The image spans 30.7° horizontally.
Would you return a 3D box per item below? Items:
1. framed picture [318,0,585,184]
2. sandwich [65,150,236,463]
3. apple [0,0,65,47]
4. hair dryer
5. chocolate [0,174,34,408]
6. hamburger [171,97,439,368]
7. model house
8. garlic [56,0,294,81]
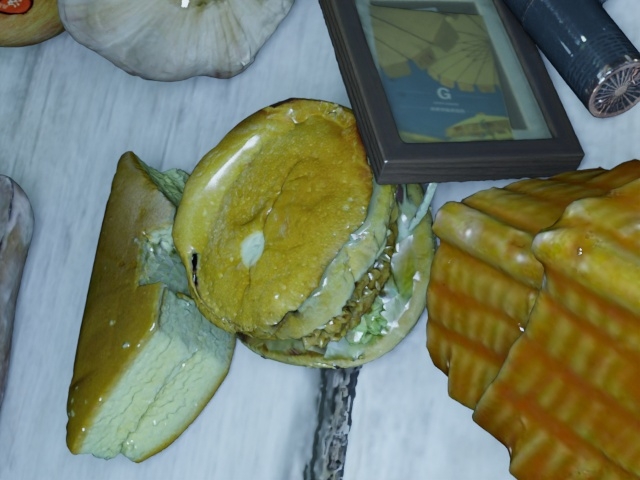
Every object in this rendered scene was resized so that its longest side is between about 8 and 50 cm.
[{"bbox_3d":[0.077,-0.107,0.726,0.023,0.128,0.168,107,155,-51],"label":"framed picture"},{"bbox_3d":[-0.109,0.038,0.831,0.088,0.090,0.244,-19,56,38],"label":"sandwich"},{"bbox_3d":[-0.288,-0.282,1.054,0.188,0.211,0.211,-43,48,22],"label":"apple"},{"bbox_3d":[0.199,-0.194,0.709,0.195,0.050,0.173,-38,56,13],"label":"hair dryer"},{"bbox_3d":[-0.332,0.092,0.988,0.185,0.100,0.303,-4,69,28],"label":"chocolate"},{"bbox_3d":[0.000,0.000,0.750,0.185,0.113,0.177,-23,50,21],"label":"hamburger"},{"bbox_3d":[0.163,0.030,0.511,0.219,0.229,0.199,-49,52,10],"label":"model house"},{"bbox_3d":[-0.121,-0.239,0.920,0.218,0.219,0.212,-54,29,7],"label":"garlic"}]
